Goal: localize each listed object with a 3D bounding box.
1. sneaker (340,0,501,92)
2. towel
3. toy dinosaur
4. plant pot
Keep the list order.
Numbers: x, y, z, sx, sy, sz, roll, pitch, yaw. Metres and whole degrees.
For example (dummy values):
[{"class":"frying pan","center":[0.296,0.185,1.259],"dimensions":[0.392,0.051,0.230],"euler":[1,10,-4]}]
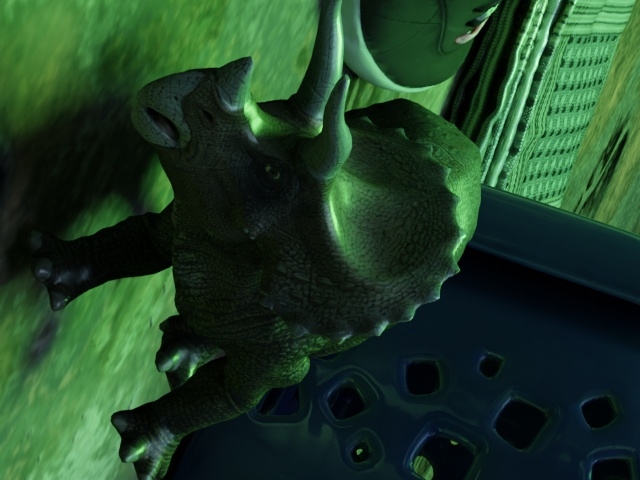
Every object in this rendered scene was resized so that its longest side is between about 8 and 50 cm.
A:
[{"class":"sneaker","center":[0.089,-0.129,0.837],"dimensions":[0.104,0.147,0.296],"euler":[-62,166,-21]},{"class":"towel","center":[0.148,-0.085,1.288],"dimensions":[0.312,0.056,0.324],"euler":[-69,164,11]},{"class":"toy dinosaur","center":[0.000,0.000,0.695],"dimensions":[0.121,0.160,0.313],"euler":[69,19,3]},{"class":"plant pot","center":[0.084,0.094,1.020],"dimensions":[0.236,0.236,0.212],"euler":[58,52,-72]}]
